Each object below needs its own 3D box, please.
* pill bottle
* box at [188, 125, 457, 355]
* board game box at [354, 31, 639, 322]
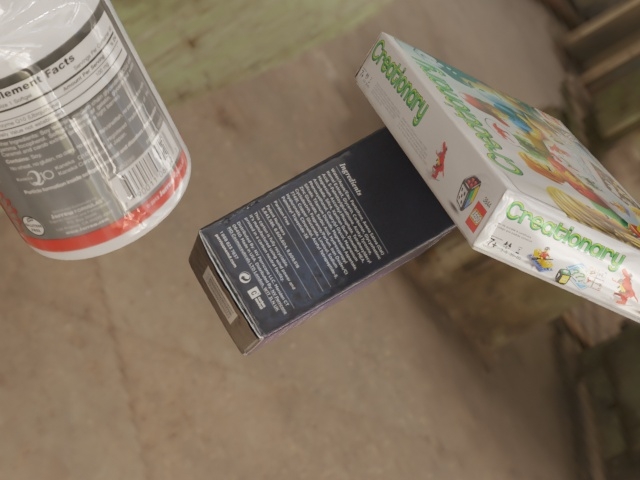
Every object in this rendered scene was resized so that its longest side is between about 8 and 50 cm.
[{"bbox_3d":[-0.296,-0.173,1.597,0.210,0.210,0.363,-90,160,-51],"label":"pill bottle"},{"bbox_3d":[0.000,0.000,1.338,0.108,0.207,0.153,60,-11,4],"label":"box"},{"bbox_3d":[0.153,-0.049,1.163,0.193,0.053,0.305,23,19,-25],"label":"board game box"}]
